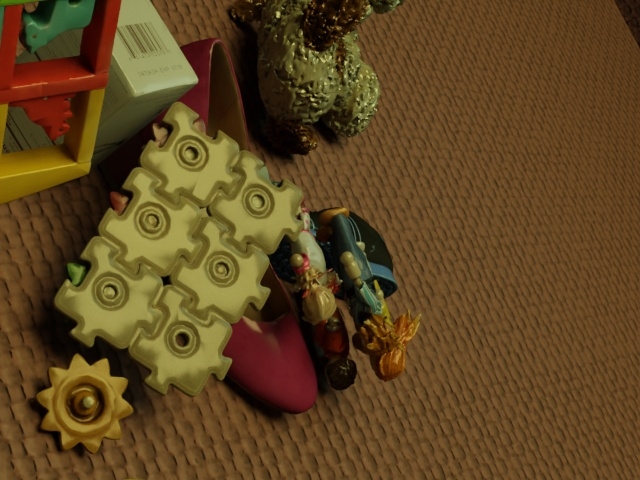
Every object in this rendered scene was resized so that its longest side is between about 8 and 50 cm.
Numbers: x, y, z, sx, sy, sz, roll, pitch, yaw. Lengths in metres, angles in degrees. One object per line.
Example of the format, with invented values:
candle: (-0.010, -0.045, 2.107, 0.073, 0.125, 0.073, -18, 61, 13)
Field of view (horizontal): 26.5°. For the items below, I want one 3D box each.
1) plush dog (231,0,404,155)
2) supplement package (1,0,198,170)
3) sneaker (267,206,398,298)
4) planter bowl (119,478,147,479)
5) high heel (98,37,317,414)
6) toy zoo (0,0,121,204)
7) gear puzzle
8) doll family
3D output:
plush dog: (-0.015, -0.232, 1.649, 0.210, 0.262, 0.225, 14, 30, -3)
supplement package: (-0.225, -0.138, 1.280, 0.105, 0.179, 0.105, 58, 32, 3)
sneaker: (0.000, 0.000, 1.562, 0.232, 0.081, 0.090, 29, 38, -47)
planter bowl: (-0.107, 0.287, 1.144, 0.217, 0.090, 0.217, 33, 39, -32)
high heel: (-0.078, -0.010, 1.360, 0.377, 0.181, 0.127, 55, 31, -3)
toy zoo: (-0.247, -0.116, 0.999, 0.192, 0.293, 0.030, -14, 51, -33)
gear puzzle: (-0.148, 0.050, 1.243, 0.175, 0.044, 0.339, 35, 63, -16)
doll family: (0.038, 0.060, 1.417, 0.263, 0.118, 0.163, 72, 0, -60)
